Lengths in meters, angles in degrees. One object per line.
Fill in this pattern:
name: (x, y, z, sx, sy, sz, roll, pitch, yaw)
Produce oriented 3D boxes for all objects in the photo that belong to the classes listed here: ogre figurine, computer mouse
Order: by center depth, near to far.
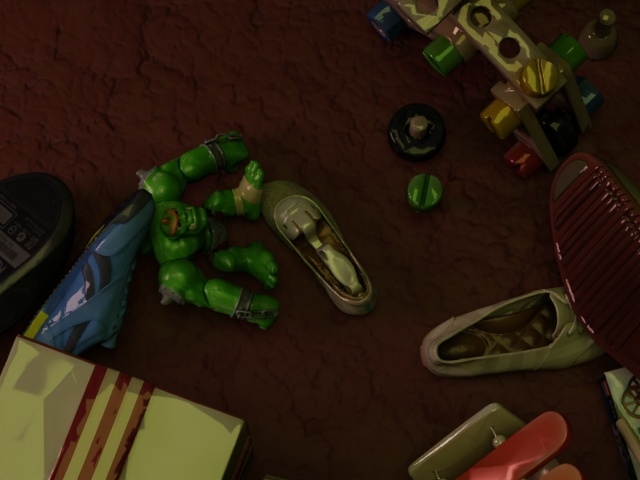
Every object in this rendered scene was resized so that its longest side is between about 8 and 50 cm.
computer mouse: (-0.341, 0.046, 1.793, 0.272, 0.072, 0.188, -42, 54, -9)
ogre figurine: (-0.110, -0.006, 1.803, 0.118, 0.097, 0.197, -7, 92, -19)

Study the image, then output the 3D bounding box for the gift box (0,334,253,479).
gift box: (-0.190, 0.262, 1.654, 0.276, 0.255, 0.258, 20, 75, 10)

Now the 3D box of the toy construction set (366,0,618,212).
toy construction set: (0.199, -0.206, 1.770, 0.309, 0.237, 0.257, -17, 77, -4)

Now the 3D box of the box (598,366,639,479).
box: (0.375, 0.218, 1.766, 0.159, 0.044, 0.233, -15, 77, -3)

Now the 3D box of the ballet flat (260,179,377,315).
ballet flat: (0.000, 0.000, 1.817, 0.057, 0.052, 0.168, -39, 79, -8)

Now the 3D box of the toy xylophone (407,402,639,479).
toy xylophone: (0.213, 0.282, 1.659, 0.236, 0.081, 0.322, -46, 49, 13)

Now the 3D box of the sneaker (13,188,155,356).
sneaker: (-0.206, 0.045, 1.777, 0.082, 0.069, 0.209, 36, 106, -6)

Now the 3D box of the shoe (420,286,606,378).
shoe: (0.205, 0.089, 1.791, 0.219, 0.058, 0.076, -14, 77, -3)

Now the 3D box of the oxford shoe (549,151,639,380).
oxford shoe: (0.335, 0.064, 1.744, 0.130, 0.123, 0.348, -10, 64, -38)

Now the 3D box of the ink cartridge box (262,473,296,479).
ink cartridge box: (-0.030, 0.341, 1.663, 0.088, 0.193, 0.234, 11, 77, 3)
